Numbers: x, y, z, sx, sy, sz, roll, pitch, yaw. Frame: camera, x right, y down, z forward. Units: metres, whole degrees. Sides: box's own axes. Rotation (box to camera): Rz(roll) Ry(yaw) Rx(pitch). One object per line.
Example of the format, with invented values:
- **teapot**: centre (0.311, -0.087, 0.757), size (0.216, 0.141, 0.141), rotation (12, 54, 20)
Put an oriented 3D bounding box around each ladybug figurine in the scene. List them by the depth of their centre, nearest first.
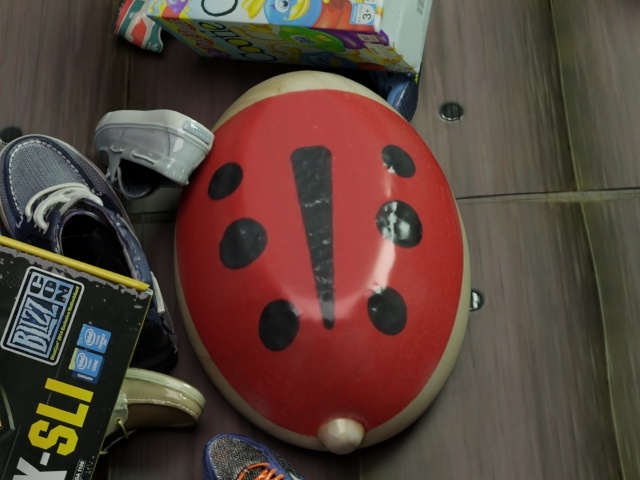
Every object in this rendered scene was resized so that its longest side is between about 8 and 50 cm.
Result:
- **ladybug figurine**: centre (0.000, 0.000, 1.587), size (0.305, 0.162, 0.449), rotation (-9, 56, -3)

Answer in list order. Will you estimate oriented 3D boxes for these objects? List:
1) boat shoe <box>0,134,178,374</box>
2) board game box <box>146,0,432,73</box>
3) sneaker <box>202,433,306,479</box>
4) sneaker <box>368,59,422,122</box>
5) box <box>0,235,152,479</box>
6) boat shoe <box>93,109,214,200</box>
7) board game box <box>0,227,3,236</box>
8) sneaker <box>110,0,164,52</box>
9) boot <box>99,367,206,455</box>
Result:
- **boat shoe**: centre (-0.249, -0.019, 1.615), size (0.127, 0.158, 0.340), rotation (-28, 59, -15)
- **board game box**: centre (-0.029, -0.280, 1.730), size (0.275, 0.142, 0.144), rotation (7, 81, 23)
- **sneaker**: centre (-0.026, 0.251, 1.465), size (0.221, 0.087, 0.083), rotation (38, 65, 24)
- **sneaker**: centre (0.081, -0.184, 1.776), size (0.059, 0.053, 0.144), rotation (1, 51, 10)
- **box**: centre (-0.320, 0.155, 1.413), size (0.257, 0.079, 0.322), rotation (19, 82, -8)
- **boat shoe**: centre (-0.191, -0.085, 1.649), size (0.079, 0.227, 0.081), rotation (33, 74, -25)
- **board game box**: centre (-0.484, 0.023, 1.644), size (0.308, 0.086, 0.302), rotation (-17, 57, -8)
- **sneaker**: centre (-0.181, -0.284, 1.862), size (0.075, 0.057, 0.161), rotation (32, 56, -3)
- **boot**: centre (-0.223, 0.206, 1.513), size (0.213, 0.077, 0.165), rotation (2, 56, 10)
